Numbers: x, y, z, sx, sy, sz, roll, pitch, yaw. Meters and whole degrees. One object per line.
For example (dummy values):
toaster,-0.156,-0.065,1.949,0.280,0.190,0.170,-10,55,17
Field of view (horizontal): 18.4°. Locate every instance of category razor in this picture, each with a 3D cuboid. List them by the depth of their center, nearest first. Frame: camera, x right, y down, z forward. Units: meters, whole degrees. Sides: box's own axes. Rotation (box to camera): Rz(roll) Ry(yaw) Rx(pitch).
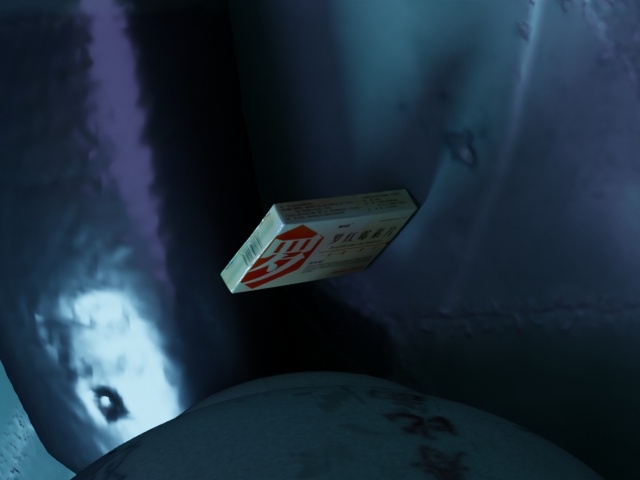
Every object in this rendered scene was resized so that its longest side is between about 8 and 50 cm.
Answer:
razor,-0.115,-0.028,1.068,0.204,0.113,0.349,-5,105,37

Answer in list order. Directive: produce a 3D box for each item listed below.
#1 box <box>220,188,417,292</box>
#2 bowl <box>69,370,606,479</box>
box,0.000,0.000,1.002,0.015,0.093,0.058,58,133,24
bowl,0.000,0.195,0.972,0.435,0.434,0.196,-57,27,38
